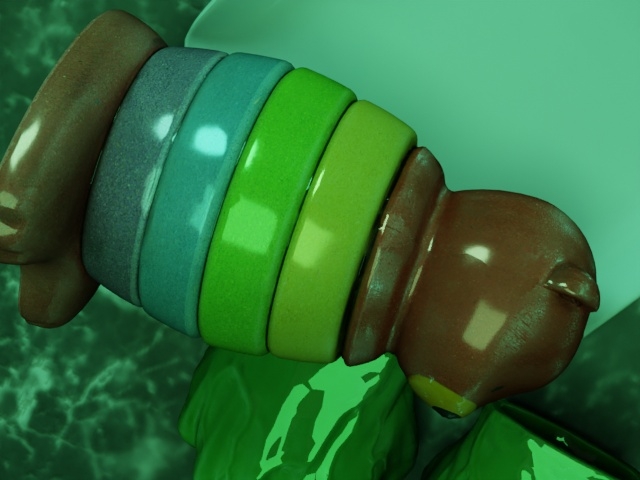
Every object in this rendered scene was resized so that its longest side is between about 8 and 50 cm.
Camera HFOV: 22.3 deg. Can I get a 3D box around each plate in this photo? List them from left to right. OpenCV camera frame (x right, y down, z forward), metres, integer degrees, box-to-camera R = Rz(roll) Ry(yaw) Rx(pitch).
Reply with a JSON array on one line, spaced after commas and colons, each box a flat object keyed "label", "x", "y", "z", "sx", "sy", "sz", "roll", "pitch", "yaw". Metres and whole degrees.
[{"label": "plate", "x": 0.095, "y": -0.087, "z": 0.853, "sx": 0.278, "sy": 0.045, "sz": 0.277, "roll": 46, "pitch": 133, "yaw": -2}]

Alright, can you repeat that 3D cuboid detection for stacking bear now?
[{"label": "stacking bear", "x": 0.000, "y": 0.000, "z": 0.838, "sx": 0.289, "sy": 0.175, "sz": 0.164, "roll": 20, "pitch": 71, "yaw": 7}]

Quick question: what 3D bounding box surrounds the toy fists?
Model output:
[{"label": "toy fists", "x": 0.047, "y": 0.139, "z": 0.931, "sx": 0.279, "sy": 0.096, "sz": 0.142, "roll": 29, "pitch": 98, "yaw": 12}]
